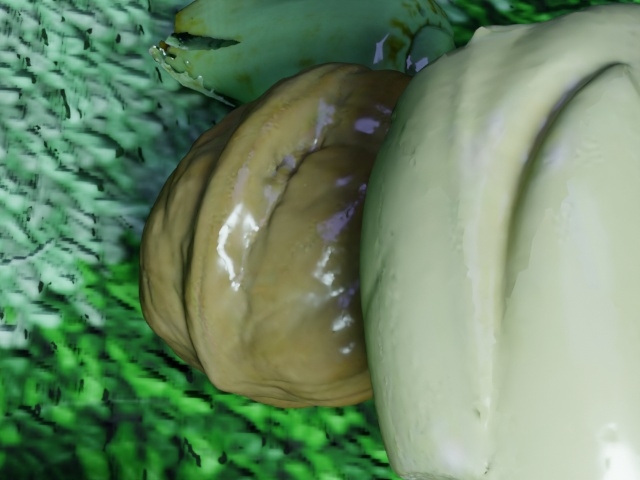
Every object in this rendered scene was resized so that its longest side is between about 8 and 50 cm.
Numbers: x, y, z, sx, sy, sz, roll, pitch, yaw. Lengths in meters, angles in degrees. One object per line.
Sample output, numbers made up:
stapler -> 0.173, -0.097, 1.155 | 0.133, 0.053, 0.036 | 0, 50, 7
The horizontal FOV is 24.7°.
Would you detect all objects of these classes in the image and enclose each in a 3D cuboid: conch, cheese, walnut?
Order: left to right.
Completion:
walnut -> 0.000, 0.000, 0.650 | 0.166, 0.149, 0.166 | -17, 44, 18
conch -> 0.002, -0.101, 0.763 | 0.170, 0.079, 0.106 | 16, 40, 14
cheese -> 0.120, 0.041, 0.554 | 0.127, 0.266, 0.233 | -17, 69, 32
